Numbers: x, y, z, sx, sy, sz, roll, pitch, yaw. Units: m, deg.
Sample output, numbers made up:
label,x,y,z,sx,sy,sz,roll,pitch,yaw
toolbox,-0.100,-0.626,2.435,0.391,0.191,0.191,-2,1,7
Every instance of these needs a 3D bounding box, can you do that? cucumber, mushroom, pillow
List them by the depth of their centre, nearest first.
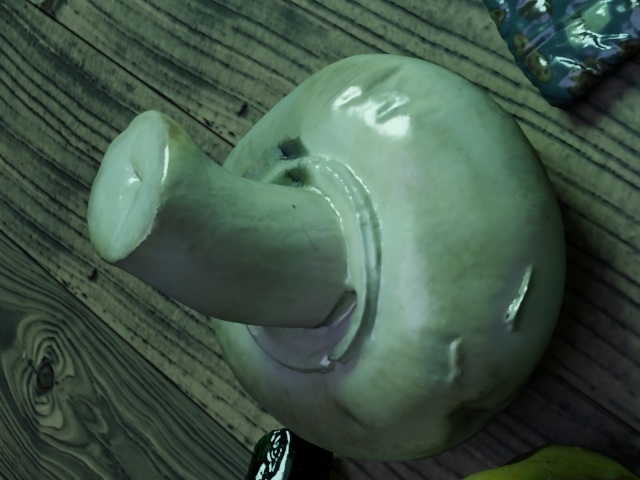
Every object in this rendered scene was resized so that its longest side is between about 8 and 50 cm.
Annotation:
label,x,y,z,sx,sy,sz,roll,pitch,yaw
pillow,0.219,-0.237,1.061,0.255,0.034,0.189,-42,68,34
mushroom,0.015,-0.003,1.118,0.356,0.315,0.315,33,119,-2
cucumber,-0.053,0.278,1.226,0.074,0.074,0.241,-11,50,42

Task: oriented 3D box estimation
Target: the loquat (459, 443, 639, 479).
label,x,y,z,sx,sy,sz,roll,pitch,yaw
loquat,0.162,0.241,1.023,0.213,0.213,0.213,3,95,42
